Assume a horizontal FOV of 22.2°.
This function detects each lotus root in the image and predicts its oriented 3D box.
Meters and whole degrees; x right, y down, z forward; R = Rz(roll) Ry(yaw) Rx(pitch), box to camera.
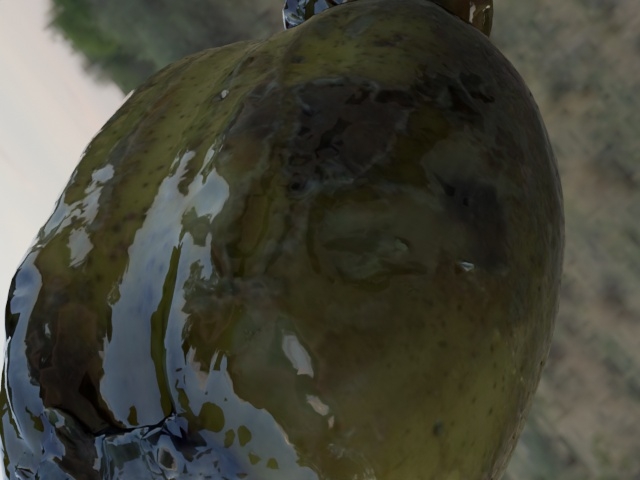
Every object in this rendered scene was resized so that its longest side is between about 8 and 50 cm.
[{"bbox_3d":[0.002,0.002,0.483,0.154,0.154,0.278,51,-146,-25],"label":"lotus root"}]
